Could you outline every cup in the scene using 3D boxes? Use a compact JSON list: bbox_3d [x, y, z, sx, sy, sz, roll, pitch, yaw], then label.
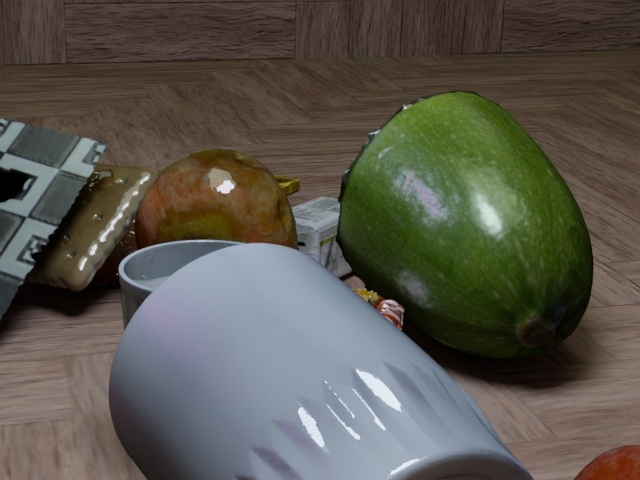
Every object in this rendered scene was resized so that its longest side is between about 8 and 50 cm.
[{"bbox_3d":[-0.098,0.122,1.180,0.221,0.202,0.167,15,23,33],"label":"cup"},{"bbox_3d":[-0.003,0.176,0.967,0.253,0.253,0.371,-8,24,-27],"label":"cup"}]

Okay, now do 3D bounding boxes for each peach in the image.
[{"bbox_3d":[-0.122,-0.004,1.548,0.235,0.214,0.214,47,35,14],"label":"peach"}]

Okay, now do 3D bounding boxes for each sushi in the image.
[{"bbox_3d":[-0.480,0.007,1.542,0.296,0.100,0.373,14,57,14],"label":"sushi"}]

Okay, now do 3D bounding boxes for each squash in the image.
[{"bbox_3d":[0.217,-0.002,1.439,0.310,0.310,0.309,-7,23,-23],"label":"squash"}]

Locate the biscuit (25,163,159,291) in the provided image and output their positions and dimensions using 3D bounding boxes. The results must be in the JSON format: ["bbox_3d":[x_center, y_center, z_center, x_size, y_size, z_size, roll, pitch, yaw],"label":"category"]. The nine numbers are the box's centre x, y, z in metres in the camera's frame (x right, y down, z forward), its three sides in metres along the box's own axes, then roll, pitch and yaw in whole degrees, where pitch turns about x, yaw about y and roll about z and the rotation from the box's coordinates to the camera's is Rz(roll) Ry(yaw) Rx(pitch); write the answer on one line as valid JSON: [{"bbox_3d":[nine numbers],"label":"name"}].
[{"bbox_3d":[-0.390,-0.034,1.635,0.324,0.044,0.217,8,53,37],"label":"biscuit"}]

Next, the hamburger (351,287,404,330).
[{"bbox_3d":[0.002,0.114,1.349,0.173,0.116,0.210,10,20,31],"label":"hamburger"}]

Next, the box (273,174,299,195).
[{"bbox_3d":[-0.125,-0.105,2.131,0.156,0.022,0.089,13,21,31],"label":"box"}]

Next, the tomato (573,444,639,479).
[{"bbox_3d":[0.265,0.252,0.846,0.208,0.208,0.184,9,59,20],"label":"tomato"}]

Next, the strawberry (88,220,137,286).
[{"bbox_3d":[-0.276,0.017,1.675,0.208,0.087,0.167,19,57,3],"label":"strawberry"}]

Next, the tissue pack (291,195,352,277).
[{"bbox_3d":[0.000,0.001,1.708,0.106,0.099,0.148,12,21,34],"label":"tissue pack"}]
